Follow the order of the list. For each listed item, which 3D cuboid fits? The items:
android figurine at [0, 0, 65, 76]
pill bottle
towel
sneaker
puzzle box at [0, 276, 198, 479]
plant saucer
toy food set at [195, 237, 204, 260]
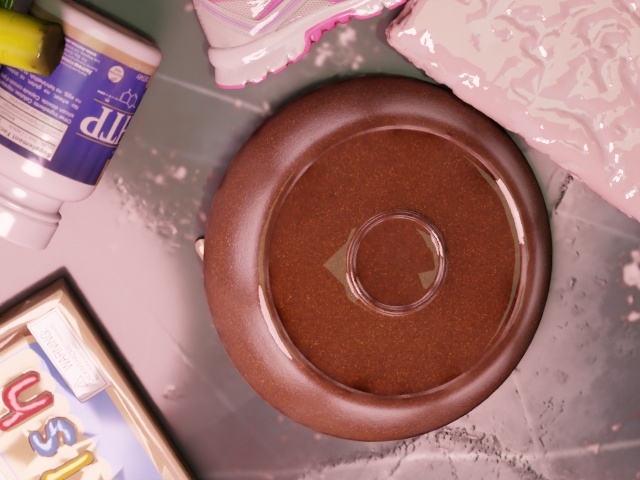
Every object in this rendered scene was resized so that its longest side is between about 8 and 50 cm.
[{"bbox_3d":[-0.311,-0.219,1.249,0.273,0.056,0.248,16,92,15],"label":"android figurine"},{"bbox_3d":[-0.214,-0.093,1.300,0.112,0.112,0.186,27,97,-11],"label":"pill bottle"},{"bbox_3d":[0.274,-0.202,1.361,0.332,0.053,0.317,34,99,-10],"label":"towel"},{"bbox_3d":[0.004,-0.225,1.307,0.252,0.103,0.111,-30,105,-1],"label":"sneaker"},{"bbox_3d":[-0.227,0.270,1.399,0.272,0.052,0.409,-32,103,0],"label":"puzzle box"},{"bbox_3d":[0.058,0.017,1.358,0.311,0.050,0.310,-1,93,-15],"label":"plant saucer"},{"bbox_3d":[0.000,0.000,1.382,0.192,0.038,0.132,-35,103,0],"label":"toy food set"}]
